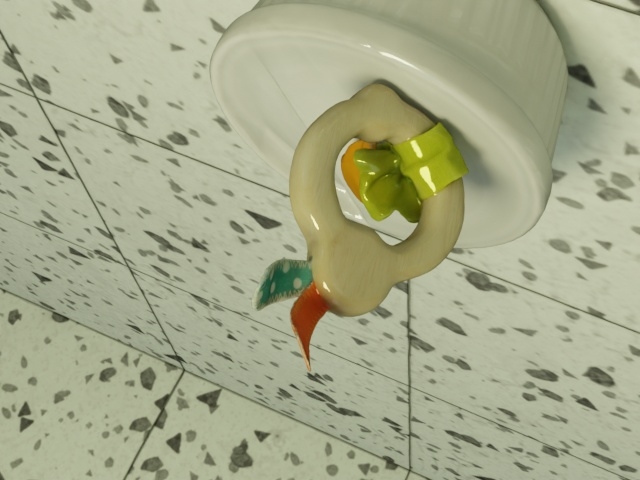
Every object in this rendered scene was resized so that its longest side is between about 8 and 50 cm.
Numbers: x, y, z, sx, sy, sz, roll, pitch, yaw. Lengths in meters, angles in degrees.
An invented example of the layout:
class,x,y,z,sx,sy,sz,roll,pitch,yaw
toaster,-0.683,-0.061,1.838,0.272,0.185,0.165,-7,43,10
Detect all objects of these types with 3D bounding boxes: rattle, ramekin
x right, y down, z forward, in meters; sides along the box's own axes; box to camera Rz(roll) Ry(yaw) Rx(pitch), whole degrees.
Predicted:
class,x,y,z,sx,sy,sz,roll,pitch,yaw
rattle,0.000,0.000,0.746,0.142,0.200,0.130,0,145,49
ramekin,0.061,-0.119,0.855,0.273,0.127,0.273,23,158,10
